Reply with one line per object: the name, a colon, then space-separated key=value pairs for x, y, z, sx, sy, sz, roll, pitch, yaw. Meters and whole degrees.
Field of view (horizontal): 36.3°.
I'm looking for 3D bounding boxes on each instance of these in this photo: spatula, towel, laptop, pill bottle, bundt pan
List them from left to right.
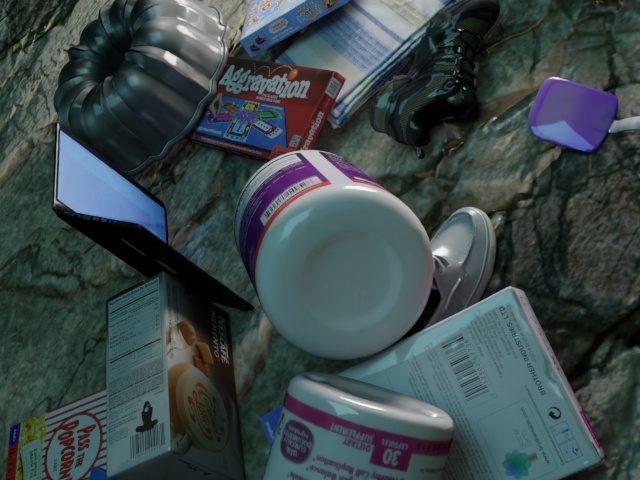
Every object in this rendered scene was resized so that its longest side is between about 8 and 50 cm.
bundt pan: x=-0.304 y=-0.273 z=1.556 sx=0.330 sy=0.124 sz=0.331 roll=-25 pitch=49 yaw=32
laptop: x=-0.222 y=-0.032 z=1.294 sx=0.264 sy=0.234 sz=0.137 roll=9 pitch=69 yaw=40
pill bottle: x=0.000 y=0.000 z=1.095 sx=0.181 sy=0.181 sz=0.323 roll=-46 pitch=17 yaw=3
pill bottle: x=0.013 y=0.278 z=0.899 sx=0.160 sy=0.160 sz=0.283 roll=15 pitch=89 yaw=41
towel: x=0.077 y=-0.302 z=1.392 sx=0.285 sy=0.034 sz=0.209 roll=-43 pitch=44 yaw=2
spatula: x=0.366 y=-0.124 z=1.070 sx=0.296 sy=0.030 sz=0.084 roll=16 pitch=74 yaw=41

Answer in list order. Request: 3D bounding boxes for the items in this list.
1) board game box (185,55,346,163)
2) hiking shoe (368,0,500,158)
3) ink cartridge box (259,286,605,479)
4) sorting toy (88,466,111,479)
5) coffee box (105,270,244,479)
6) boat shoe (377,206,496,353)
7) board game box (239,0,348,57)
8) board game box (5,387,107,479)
board game box: x=-0.089 y=-0.190 z=1.408 sx=0.281 sy=0.027 sz=0.145 roll=19 pitch=80 yaw=49
hiking shoe: x=0.169 y=-0.208 z=1.244 sx=0.114 sy=0.086 sz=0.227 roll=41 pitch=95 yaw=31
ink cartridge box: x=0.104 y=0.198 z=0.990 sx=0.311 sy=0.065 sz=0.186 roll=-29 pitch=73 yaw=15
sorting toy: x=-0.285 y=0.445 z=1.151 sx=0.196 sy=0.047 sz=0.348 roll=-6 pitch=72 yaw=39
coffee box: x=-0.180 y=0.182 z=1.193 sx=0.098 sy=0.141 sz=0.247 roll=-26 pitch=49 yaw=20
boat shoe: x=0.128 y=0.054 z=1.091 sx=0.079 sy=0.081 sz=0.228 roll=11 pitch=70 yaw=40
board game box: x=-0.019 y=-0.372 z=1.469 sx=0.211 sy=0.039 sz=0.160 roll=-27 pitch=30 yaw=21
board game box: x=-0.333 y=0.291 z=1.297 sx=0.193 sy=0.045 sz=0.147 roll=-24 pitch=51 yaw=21
